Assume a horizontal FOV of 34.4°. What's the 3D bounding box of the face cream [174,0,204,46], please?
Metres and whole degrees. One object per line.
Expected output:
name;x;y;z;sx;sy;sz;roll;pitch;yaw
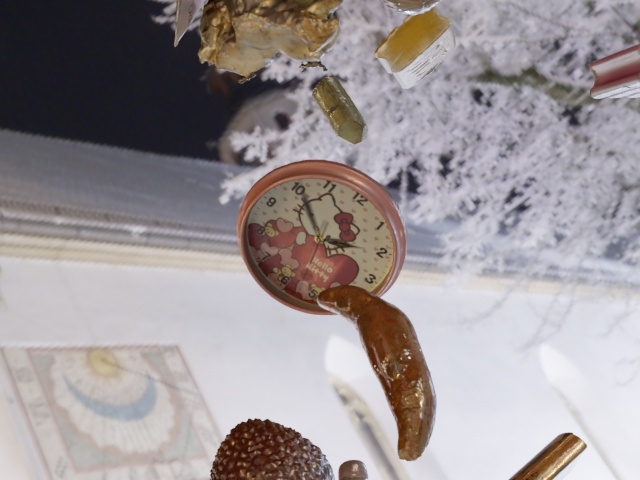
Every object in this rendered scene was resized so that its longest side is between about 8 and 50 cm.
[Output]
face cream;-0.226;-0.441;1.827;0.058;0.244;0.092;11;-50;0

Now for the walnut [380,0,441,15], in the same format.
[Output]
walnut;0.156;-0.465;1.801;0.140;0.162;0.140;-22;-21;-9

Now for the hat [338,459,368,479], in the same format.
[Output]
hat;0.041;0.374;1.643;0.087;0.042;0.058;-16;-17;-46

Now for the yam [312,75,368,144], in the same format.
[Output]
yam;0.040;-0.258;2.087;0.069;0.146;0.070;-32;3;2

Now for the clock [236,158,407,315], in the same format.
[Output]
clock;0.000;0.000;1.441;0.244;0.244;0.056;-50;9;30

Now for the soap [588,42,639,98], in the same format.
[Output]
soap;0.512;-0.264;1.608;0.122;0.066;0.203;-2;1;-8

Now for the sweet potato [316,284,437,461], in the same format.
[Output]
sweet potato;0.066;0.111;1.036;0.058;0.255;0.078;30;-71;-39

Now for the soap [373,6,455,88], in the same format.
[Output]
soap;0.216;-0.431;2.296;0.173;0.089;0.274;-41;-6;9

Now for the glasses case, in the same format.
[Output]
glasses case;0.238;0.289;1.210;0.170;0.041;0.065;-31;-28;-29

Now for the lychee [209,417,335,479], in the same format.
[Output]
lychee;-0.071;0.349;1.447;0.194;0.194;0.194;-24;-30;-14

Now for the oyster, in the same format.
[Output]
oyster;-0.086;-0.357;1.732;0.133;0.337;0.198;27;-93;-46
